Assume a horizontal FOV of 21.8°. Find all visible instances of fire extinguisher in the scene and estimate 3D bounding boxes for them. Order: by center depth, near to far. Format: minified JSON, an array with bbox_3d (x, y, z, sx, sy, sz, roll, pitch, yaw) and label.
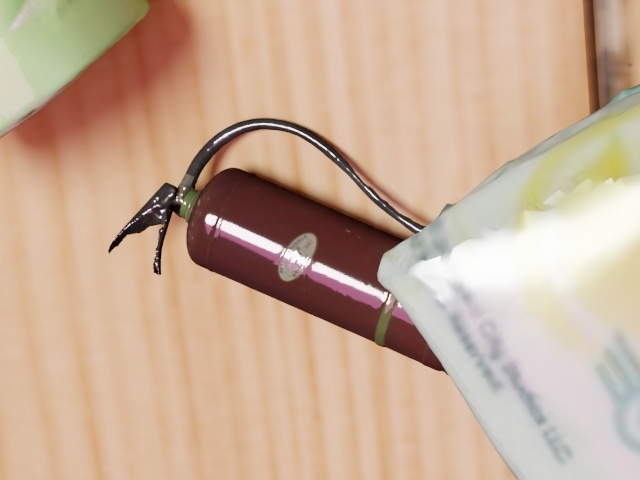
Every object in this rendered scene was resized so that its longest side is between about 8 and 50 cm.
[{"bbox_3d":[0.000,0.000,0.666,0.157,0.045,0.078,23,87,11],"label":"fire extinguisher"}]

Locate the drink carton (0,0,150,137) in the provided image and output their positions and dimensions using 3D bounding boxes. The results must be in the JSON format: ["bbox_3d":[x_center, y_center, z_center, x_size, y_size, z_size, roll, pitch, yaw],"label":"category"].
[{"bbox_3d":[-0.150,-0.108,0.625,0.146,0.144,0.142,-29,104,26],"label":"drink carton"}]

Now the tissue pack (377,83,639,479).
[{"bbox_3d":[0.254,0.019,0.487,0.388,0.162,0.287,-31,96,15],"label":"tissue pack"}]
